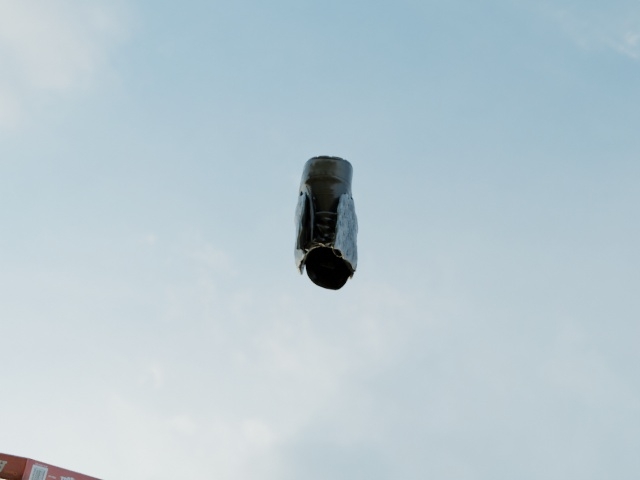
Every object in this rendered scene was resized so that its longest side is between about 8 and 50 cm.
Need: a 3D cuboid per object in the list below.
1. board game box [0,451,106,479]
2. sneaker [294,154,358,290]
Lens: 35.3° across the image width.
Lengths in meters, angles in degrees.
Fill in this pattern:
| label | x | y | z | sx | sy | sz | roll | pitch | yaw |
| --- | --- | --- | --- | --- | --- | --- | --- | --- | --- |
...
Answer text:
| label | x | y | z | sx | sy | sz | roll | pitch | yaw |
| --- | --- | --- | --- | --- | --- | --- | --- | --- | --- |
| board game box | -0.375 | 0.228 | 1.039 | 0.281 | 0.145 | 0.027 | 4 | -111 | 24 |
| sneaker | 0.003 | 0.000 | 0.748 | 0.051 | 0.089 | 0.170 | 2 | -25 | 2 |
